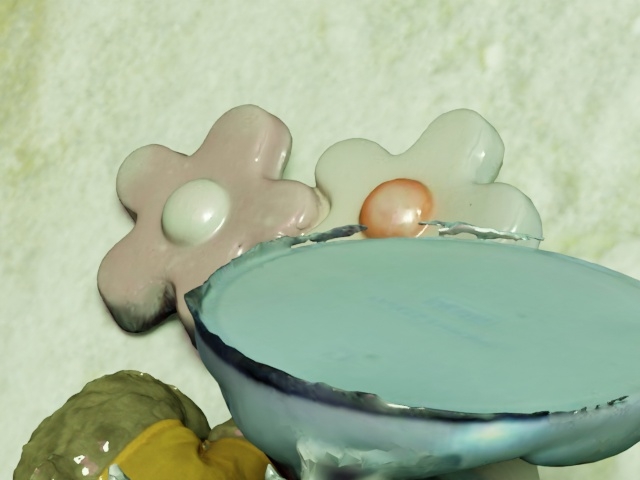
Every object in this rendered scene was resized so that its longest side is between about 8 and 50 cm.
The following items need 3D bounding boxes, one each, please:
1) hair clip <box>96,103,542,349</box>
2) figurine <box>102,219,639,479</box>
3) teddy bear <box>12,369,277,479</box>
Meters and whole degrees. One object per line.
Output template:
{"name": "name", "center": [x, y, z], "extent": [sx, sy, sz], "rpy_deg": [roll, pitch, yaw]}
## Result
{"name": "hair clip", "center": [-0.004, -0.003, 1.001], "extent": [0.257, 0.075, 0.146], "rpy_deg": [7, 71, 24]}
{"name": "figurine", "center": [0.016, 0.213, 0.734], "extent": [0.248, 0.388, 0.276], "rpy_deg": [-11, 25, -37]}
{"name": "teddy bear", "center": [-0.062, 0.153, 0.905], "extent": [0.190, 0.140, 0.177], "rpy_deg": [25, 70, 17]}
